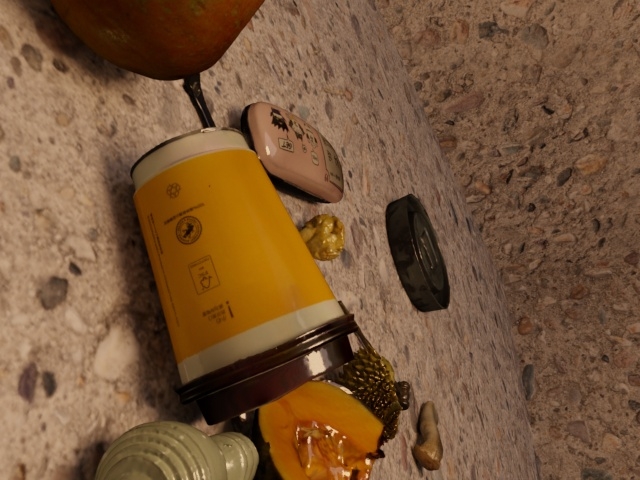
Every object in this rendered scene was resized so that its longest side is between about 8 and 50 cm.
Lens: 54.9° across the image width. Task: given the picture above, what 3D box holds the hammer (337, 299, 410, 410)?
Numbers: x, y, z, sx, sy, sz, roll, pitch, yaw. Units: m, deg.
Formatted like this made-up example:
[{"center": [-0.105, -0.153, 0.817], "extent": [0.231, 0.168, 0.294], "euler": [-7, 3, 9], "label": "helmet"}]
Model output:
[{"center": [0.101, 0.213, 1.164], "extent": [0.292, 0.029, 0.058], "euler": [57, 24, -29], "label": "hammer"}]

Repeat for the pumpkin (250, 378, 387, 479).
[{"center": [-0.034, 0.279, 0.691], "extent": [0.169, 0.148, 0.312], "euler": [33, 14, 1], "label": "pumpkin"}]

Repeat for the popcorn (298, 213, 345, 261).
[{"center": [0.000, 0.000, 1.034], "extent": [0.084, 0.084, 0.084], "euler": [50, 30, -44], "label": "popcorn"}]

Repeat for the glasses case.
[{"center": [-0.037, -0.139, 1.033], "extent": [0.314, 0.075, 0.122], "euler": [19, 59, -64], "label": "glasses case"}]

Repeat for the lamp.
[{"center": [-0.118, 0.211, 0.543], "extent": [0.193, 0.106, 0.106], "euler": [40, 37, -70], "label": "lamp"}]

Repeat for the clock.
[{"center": [0.262, 0.035, 1.636], "extent": [0.319, 0.066, 0.319], "euler": [49, 32, -44], "label": "clock"}]

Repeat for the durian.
[{"center": [0.067, 0.256, 0.968], "extent": [0.146, 0.102, 0.208], "euler": [-109, -168, -51], "label": "durian"}]

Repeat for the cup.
[{"center": [-0.088, 0.035, 0.642], "extent": [0.279, 0.196, 0.196], "euler": [67, 20, 10], "label": "cup"}]

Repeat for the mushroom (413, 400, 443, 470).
[{"center": [0.227, 0.402, 1.291], "extent": [0.202, 0.054, 0.059], "euler": [-62, 136, -68], "label": "mushroom"}]

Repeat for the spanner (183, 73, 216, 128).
[{"center": [-0.150, -0.155, 0.859], "extent": [0.208, 0.012, 0.046], "euler": [68, 21, -10], "label": "spanner"}]

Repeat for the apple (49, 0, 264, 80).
[{"center": [-0.167, -0.280, 0.622], "extent": [0.207, 0.237, 0.237], "euler": [34, 39, -29], "label": "apple"}]
